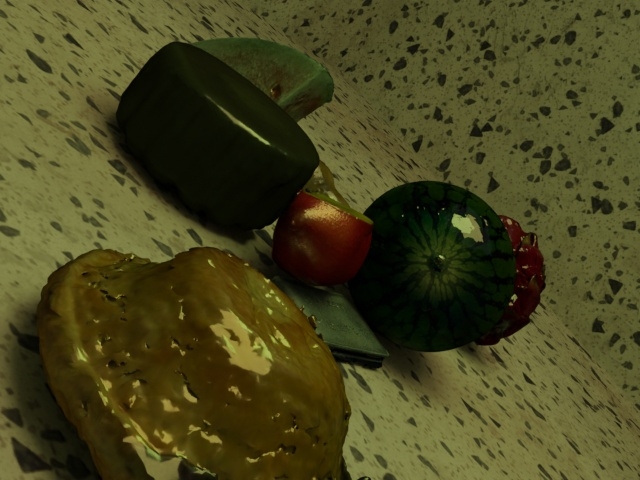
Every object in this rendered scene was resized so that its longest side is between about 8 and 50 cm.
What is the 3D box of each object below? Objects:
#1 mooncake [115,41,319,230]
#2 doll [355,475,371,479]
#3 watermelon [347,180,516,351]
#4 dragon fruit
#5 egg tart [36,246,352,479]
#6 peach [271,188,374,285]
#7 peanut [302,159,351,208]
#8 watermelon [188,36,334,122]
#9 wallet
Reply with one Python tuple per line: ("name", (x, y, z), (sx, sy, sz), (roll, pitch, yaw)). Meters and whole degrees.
("mooncake", (-0.186, -0.182, 1.607), (0.356, 0.194, 0.356), (37, 15, -12))
("doll", (0.130, 0.368, 1.020), (0.258, 0.153, 0.195), (53, -11, 14))
("watermelon", (0.210, 0.048, 1.743), (0.363, 0.363, 0.363), (40, 16, -14))
("dragon fruit", (0.389, 0.086, 2.163), (0.329, 0.329, 0.329), (40, 16, -14))
("egg tart", (-0.098, 0.150, 0.978), (0.443, 0.178, 0.443), (41, 14, -13))
("peach", (0.006, 0.002, 1.558), (0.154, 0.158, 0.267), (21, 3, 5))
("peanut", (-0.007, -0.107, 2.012), (0.236, 0.110, 0.120), (51, 4, 19))
("watermelon", (-0.166, -0.285, 1.922), (0.228, 0.387, 0.258), (63, 33, -62))
("wallet", (0.018, 0.141, 1.560), (0.222, 0.036, 0.167), (23, 26, -52))
